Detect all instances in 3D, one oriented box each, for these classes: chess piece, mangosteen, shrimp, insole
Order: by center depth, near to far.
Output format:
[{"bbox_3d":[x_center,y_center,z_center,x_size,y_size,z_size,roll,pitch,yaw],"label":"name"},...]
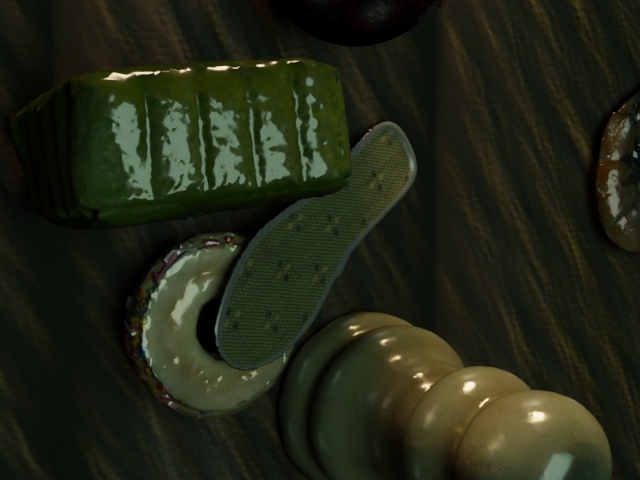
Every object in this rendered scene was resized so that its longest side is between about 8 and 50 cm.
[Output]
[{"bbox_3d":[0.031,-0.273,1.326,0.210,0.210,0.210,-4,98,-31],"label":"mangosteen"},{"bbox_3d":[0.119,0.176,1.354,0.182,0.330,0.182,-5,100,-32],"label":"chess piece"},{"bbox_3d":[0.000,0.000,1.397,0.322,0.007,0.109,-48,122,-35],"label":"insole"},{"bbox_3d":[0.408,-0.084,1.663,0.262,0.051,0.198,0,96,-28],"label":"shrimp"}]

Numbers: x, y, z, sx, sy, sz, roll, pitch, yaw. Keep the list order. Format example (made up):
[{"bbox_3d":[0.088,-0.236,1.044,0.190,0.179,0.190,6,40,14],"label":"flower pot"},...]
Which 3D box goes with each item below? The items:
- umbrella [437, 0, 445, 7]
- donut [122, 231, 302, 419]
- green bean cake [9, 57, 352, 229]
[{"bbox_3d":[0.105,-0.307,1.463,0.025,0.027,0.165,-5,104,15],"label":"umbrella"},{"bbox_3d":[-0.101,0.075,1.362,0.174,0.068,0.174,-2,95,-32],"label":"donut"},{"bbox_3d":[-0.118,-0.076,1.244,0.248,0.222,0.125,-5,91,-25],"label":"green bean cake"}]
